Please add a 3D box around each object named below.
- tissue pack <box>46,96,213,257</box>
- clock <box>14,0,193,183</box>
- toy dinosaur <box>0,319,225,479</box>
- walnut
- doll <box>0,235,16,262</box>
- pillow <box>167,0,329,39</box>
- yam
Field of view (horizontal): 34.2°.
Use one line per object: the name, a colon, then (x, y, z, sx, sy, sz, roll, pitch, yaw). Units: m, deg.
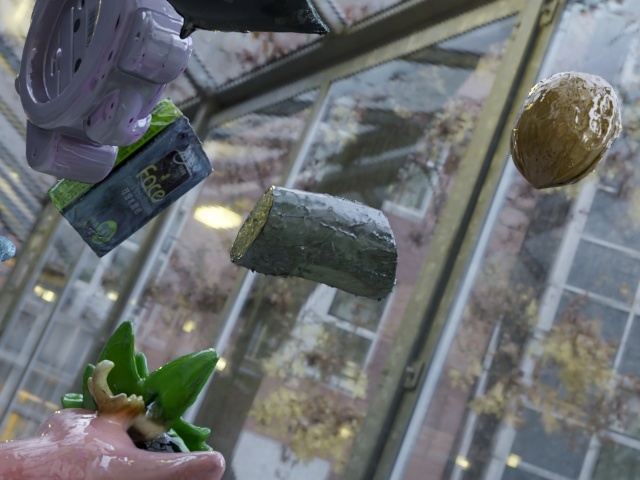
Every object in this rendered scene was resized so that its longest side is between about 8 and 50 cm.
tissue pack: (-0.288, -0.092, 1.595, 0.073, 0.235, 0.173, 46, -12, 24)
clock: (-0.271, -0.254, 1.313, 0.113, 0.296, 0.322, 14, -30, -36)
toy dinosaur: (-0.130, 0.110, 0.491, 0.194, 0.152, 0.177, 4, -6, 15)
walnut: (0.329, -0.150, 1.415, 0.144, 0.180, 0.144, 31, -14, 9)
doll: (-0.407, -0.010, 1.084, 0.075, 0.120, 0.180, -25, -65, 42)
pillow: (-0.074, -0.214, 0.933, 0.150, 0.048, 0.090, 3, -8, 20)
yam: (0.000, 0.000, 1.628, 0.254, 0.154, 0.154, 16, -14, -16)
